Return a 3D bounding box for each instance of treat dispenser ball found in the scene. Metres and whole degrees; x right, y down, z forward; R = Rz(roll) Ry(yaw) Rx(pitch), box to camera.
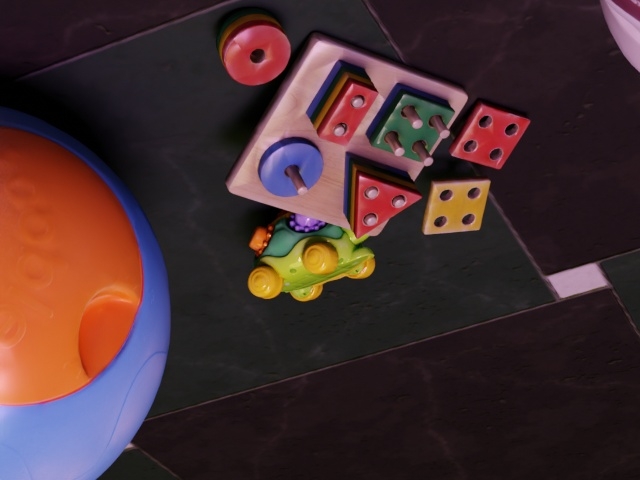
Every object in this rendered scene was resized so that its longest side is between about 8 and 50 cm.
[{"bbox_3d":[-0.245,0.051,1.073,0.288,0.288,0.288,-4,147,-3],"label":"treat dispenser ball"}]

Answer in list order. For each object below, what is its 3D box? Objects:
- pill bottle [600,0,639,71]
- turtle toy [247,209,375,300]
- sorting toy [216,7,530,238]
[{"bbox_3d":[0.211,-0.216,0.731,0.224,0.224,0.392,-12,159,8],"label":"pill bottle"},{"bbox_3d":[0.000,0.000,1.238,0.130,0.066,0.095,-24,166,21],"label":"turtle toy"},{"bbox_3d":[0.031,-0.060,1.128,0.274,0.046,0.132,17,119,-32],"label":"sorting toy"}]
